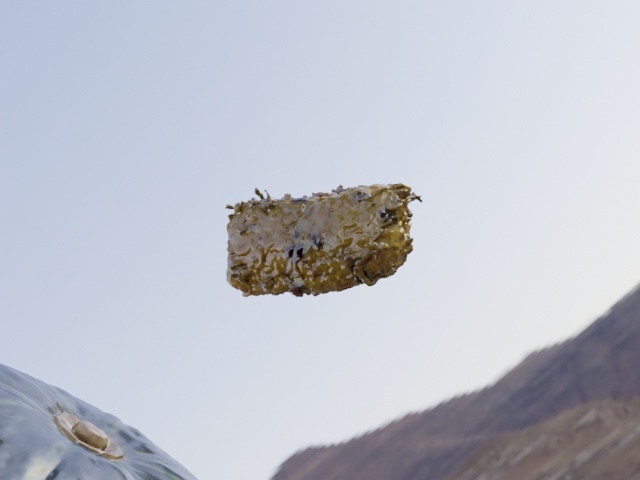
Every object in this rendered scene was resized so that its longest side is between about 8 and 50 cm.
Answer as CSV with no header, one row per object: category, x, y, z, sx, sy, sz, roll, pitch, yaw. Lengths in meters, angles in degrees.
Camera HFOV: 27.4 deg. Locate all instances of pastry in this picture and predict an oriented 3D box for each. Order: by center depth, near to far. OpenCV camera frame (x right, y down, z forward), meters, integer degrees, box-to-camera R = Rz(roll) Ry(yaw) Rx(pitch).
pastry,0.000,0.000,0.905,0.140,0.080,0.056,-1,-4,30

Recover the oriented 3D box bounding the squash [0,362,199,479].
squash,-0.161,0.165,0.679,0.165,0.252,0.252,-60,-16,0
